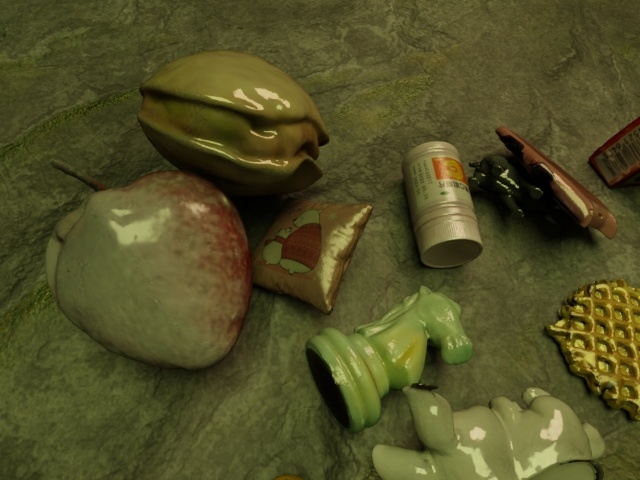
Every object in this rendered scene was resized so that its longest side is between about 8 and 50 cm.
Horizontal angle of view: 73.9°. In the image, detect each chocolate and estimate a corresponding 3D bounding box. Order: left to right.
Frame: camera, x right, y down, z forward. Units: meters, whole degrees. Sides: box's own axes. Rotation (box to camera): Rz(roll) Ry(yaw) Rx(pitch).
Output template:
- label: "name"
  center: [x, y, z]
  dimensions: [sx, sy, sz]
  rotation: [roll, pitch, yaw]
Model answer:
- label: "chocolate"
  center: [0.795, -0.216, 0.955]
  dimensions: [0.234, 0.237, 0.108]
  rotation: [-6, 70, -7]

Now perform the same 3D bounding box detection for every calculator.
- label: "calculator"
  center: [0.510, -0.146, 0.939]
  dimensions: [0.220, 0.048, 0.330]
  rotation: [10, 41, -38]

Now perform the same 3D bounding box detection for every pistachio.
- label: "pistachio"
  center: [-0.159, -0.210, 0.829]
  dimensions: [0.365, 0.445, 0.282]
  rotation: [14, 99, -11]

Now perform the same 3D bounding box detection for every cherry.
- label: "cherry"
  center: [-0.281, 0.051, 0.721]
  dimensions: [0.326, 0.291, 0.335]
  rotation: [-6, 84, -8]

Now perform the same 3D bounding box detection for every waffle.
- label: "waffle"
  center: [0.576, 0.195, 0.809]
  dimensions: [0.245, 0.052, 0.254]
  rotation: [-26, 65, -15]

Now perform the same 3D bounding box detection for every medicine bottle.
- label: "medicine bottle"
  center: [0.253, -0.078, 0.908]
  dimensions: [0.133, 0.133, 0.250]
  rotation: [0, 60, -2]

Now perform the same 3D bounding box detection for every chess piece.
- label: "chess piece"
  center: [0.134, 0.184, 0.735]
  dimensions: [0.298, 0.176, 0.176]
  rotation: [-24, 63, -21]

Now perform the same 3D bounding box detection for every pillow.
- label: "pillow"
  center: [-0.032, 0.015, 0.832]
  dimensions: [0.236, 0.084, 0.223]
  rotation: [10, 69, 37]

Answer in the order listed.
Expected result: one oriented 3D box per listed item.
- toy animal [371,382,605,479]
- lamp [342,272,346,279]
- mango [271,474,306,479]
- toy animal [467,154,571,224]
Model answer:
- label: "toy animal"
  center: [0.258, 0.318, 0.643]
  dimensions: [0.325, 0.209, 0.154]
  rotation: [17, 14, -14]
- label: "lamp"
  center: [0.000, 0.000, 0.916]
  dimensions: [0.050, 0.056, 0.198]
  rotation: [-17, 51, -11]
- label: "mango"
  center: [-0.025, 0.438, 0.621]
  dimensions: [0.115, 0.090, 0.178]
  rotation: [-13, 52, -1]
- label: "toy animal"
  center: [0.440, -0.100, 0.929]
  dimensions: [0.269, 0.082, 0.137]
  rotation: [33, 31, 4]
